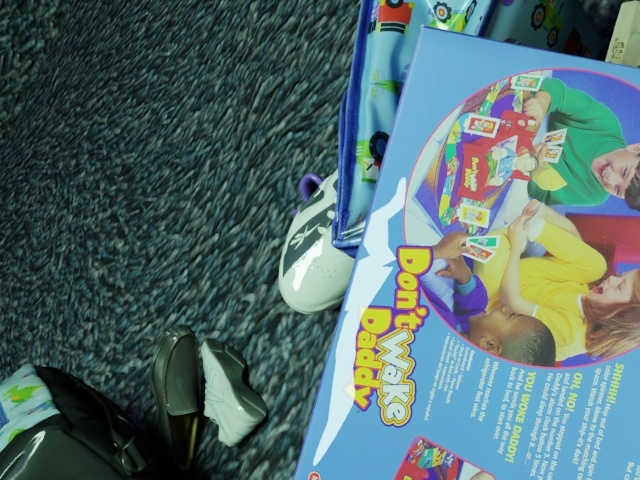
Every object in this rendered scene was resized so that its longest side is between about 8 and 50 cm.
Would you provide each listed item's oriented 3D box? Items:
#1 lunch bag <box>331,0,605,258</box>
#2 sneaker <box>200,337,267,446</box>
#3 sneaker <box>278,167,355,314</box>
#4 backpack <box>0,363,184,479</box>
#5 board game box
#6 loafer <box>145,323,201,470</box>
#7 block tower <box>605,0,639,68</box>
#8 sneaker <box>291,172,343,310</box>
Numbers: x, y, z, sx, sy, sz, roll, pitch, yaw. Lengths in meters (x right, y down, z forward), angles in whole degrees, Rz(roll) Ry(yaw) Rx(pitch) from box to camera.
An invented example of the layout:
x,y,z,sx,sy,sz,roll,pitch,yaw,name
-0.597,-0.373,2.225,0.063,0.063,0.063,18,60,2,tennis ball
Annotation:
x,y,z,sx,sy,sz,roll,pitch,yaw,name
0.113,-0.076,0.869,0.138,0.221,0.293,8,77,32,lunch bag
-0.110,0.164,1.183,0.061,0.054,0.152,-55,33,18,sneaker
0.042,-0.036,1.002,0.235,0.094,0.153,-48,-2,-7,sneaker
-0.274,0.267,1.137,0.273,0.290,0.355,-42,27,0,backpack
0.133,0.061,0.670,0.233,0.078,0.347,15,86,18,board game box
-0.155,0.178,1.206,0.061,0.062,0.170,29,121,46,loafer
0.347,-0.123,0.702,0.335,0.097,0.091,3,70,54,block tower
0.000,0.000,1.126,0.068,0.071,0.170,-41,40,32,sneaker
